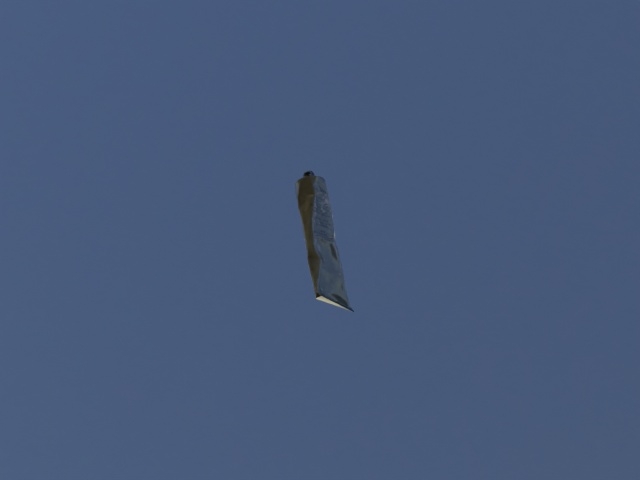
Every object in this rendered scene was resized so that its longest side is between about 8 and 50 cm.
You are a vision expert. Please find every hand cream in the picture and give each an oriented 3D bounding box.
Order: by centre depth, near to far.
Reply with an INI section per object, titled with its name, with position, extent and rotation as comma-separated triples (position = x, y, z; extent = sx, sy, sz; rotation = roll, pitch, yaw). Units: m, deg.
[hand cream]
position = 0.000, 0.000, 1.149
extent = 0.019, 0.030, 0.093
rotation = -29, -123, 34
